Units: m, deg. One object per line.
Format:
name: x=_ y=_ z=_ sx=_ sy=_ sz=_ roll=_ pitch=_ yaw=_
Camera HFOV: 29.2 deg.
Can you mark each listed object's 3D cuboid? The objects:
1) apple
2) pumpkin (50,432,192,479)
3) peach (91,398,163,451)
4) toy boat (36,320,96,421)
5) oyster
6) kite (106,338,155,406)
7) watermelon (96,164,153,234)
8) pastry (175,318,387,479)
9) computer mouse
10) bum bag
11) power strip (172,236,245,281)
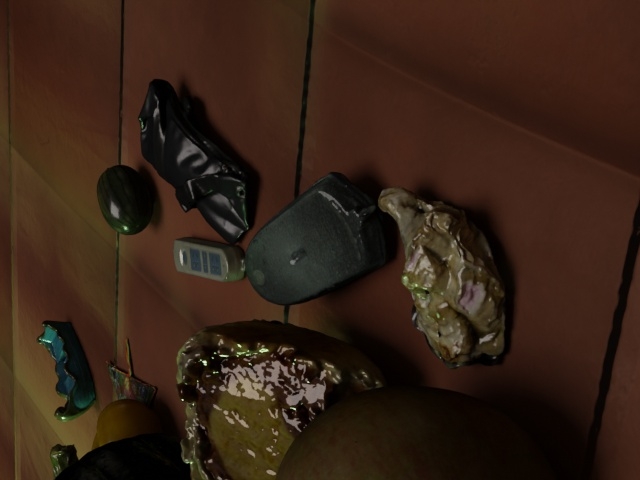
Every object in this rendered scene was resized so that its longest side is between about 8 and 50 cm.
apple: x=0.079 y=0.241 z=1.087 sx=0.234 sy=0.257 sz=0.257 roll=-128 pitch=38 yaw=-62
pumpkin: x=-0.275 y=0.390 z=1.659 sx=0.296 sy=0.296 sz=0.296 roll=24 pitch=119 yaw=54
peach: x=-0.288 y=0.326 z=1.842 sx=0.179 sy=0.103 sz=0.179 roll=175 pitch=90 yaw=-69
toy boat: x=-0.445 y=0.226 z=2.115 sx=0.185 sy=0.077 sz=0.075 roll=63 pitch=145 yaw=26
oyster: x=0.101 y=0.030 z=1.156 sx=0.191 sy=0.081 sz=0.163 roll=57 pitch=147 yaw=39
kite: x=-0.299 y=0.233 z=1.942 sx=0.190 sy=0.010 sz=0.159 roll=15 pitch=110 yaw=55
watermelon: x=-0.280 y=-0.060 z=1.760 sx=0.078 sy=0.078 sz=0.110 roll=-51 pitch=54 yaw=52
pastry: x=-0.024 y=0.198 z=1.321 sx=0.256 sy=0.170 sz=0.236 roll=12 pitch=115 yaw=29
computer mouse: x=0.003 y=-0.002 z=1.318 sx=0.229 sy=0.068 sz=0.113 roll=-31 pitch=90 yaw=46
bum bag: x=-0.165 y=-0.099 z=1.571 sx=0.248 sy=0.060 sz=0.123 roll=49 pitch=137 yaw=39
power strip: x=-0.151 y=0.024 z=1.613 sx=0.191 sy=0.030 sz=0.047 roll=8 pitch=105 yaw=57
